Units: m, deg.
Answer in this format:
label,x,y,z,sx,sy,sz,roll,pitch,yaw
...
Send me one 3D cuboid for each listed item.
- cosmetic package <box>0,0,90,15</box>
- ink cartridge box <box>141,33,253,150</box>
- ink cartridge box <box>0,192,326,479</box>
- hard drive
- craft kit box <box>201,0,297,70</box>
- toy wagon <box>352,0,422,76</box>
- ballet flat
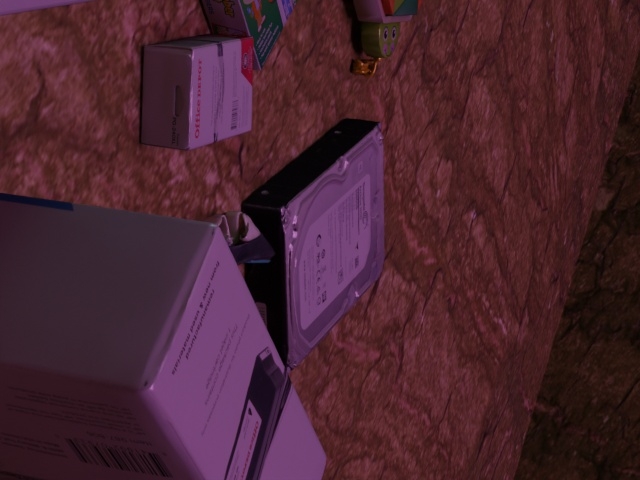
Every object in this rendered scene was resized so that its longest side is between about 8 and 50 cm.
label,x,y,z,sx,sy,sz,roll,pitch,yaw
cosmetic package,-0.286,-0.275,1.164,0.385,0.156,0.217,-24,120,-63
ink cartridge box,-0.132,-0.163,1.700,0.150,0.063,0.109,-26,122,-64
ink cartridge box,-0.186,0.143,1.381,0.395,0.285,0.166,69,35,-51
hard drive,0.000,0.000,2.089,0.339,0.064,0.237,-44,138,-58
craft kit box,-0.074,-0.367,1.788,0.246,0.061,0.250,69,36,-47
toy wagon,0.097,-0.397,2.174,0.267,0.068,0.344,-21,117,-65
ballet flat,-0.108,0.002,1.817,0.203,0.074,0.074,-16,113,-64
